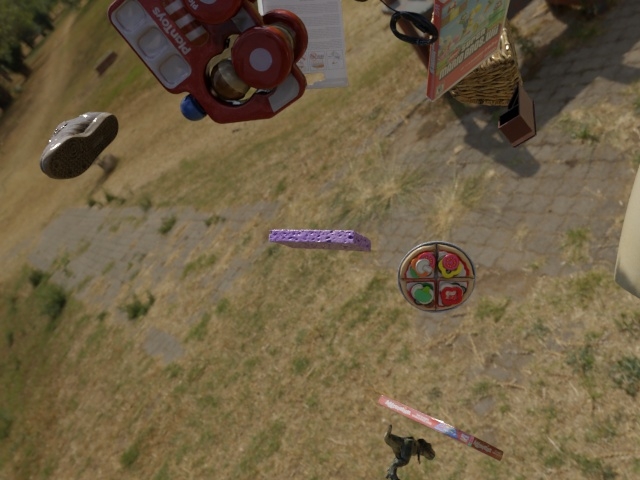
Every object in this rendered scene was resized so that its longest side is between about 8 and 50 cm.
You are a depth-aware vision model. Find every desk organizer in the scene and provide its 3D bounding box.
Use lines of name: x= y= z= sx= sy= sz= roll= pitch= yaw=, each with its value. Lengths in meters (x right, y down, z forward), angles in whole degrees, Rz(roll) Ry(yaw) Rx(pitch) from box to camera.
desk organizer: x=0.352 y=-0.226 z=1.055 sx=0.047 sy=0.050 sz=0.130 roll=-31 pitch=25 yaw=36

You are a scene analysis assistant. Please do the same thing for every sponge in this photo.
sponge: x=0.000 y=0.000 z=1.356 sx=0.210 sy=0.117 sz=0.031 roll=1 pitch=81 yaw=24

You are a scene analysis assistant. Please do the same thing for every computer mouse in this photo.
computer mouse: x=0.099 y=-0.404 z=0.963 sx=0.041 sy=0.242 sz=0.071 roll=-46 pitch=-3 yaw=-46

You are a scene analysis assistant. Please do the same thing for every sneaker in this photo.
sneaker: x=-0.403 y=-0.154 z=0.950 sx=0.071 sy=0.066 sz=0.188 roll=8 pitch=33 yaw=13

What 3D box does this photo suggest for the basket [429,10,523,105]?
basket: x=0.441 y=-0.531 z=1.677 sx=0.213 sy=0.223 sz=0.299 roll=-14 pitch=64 yaw=23

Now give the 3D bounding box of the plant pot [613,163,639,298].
plant pot: x=0.557 y=-0.030 z=0.856 sx=0.274 sy=0.256 sz=0.256 roll=-66 pitch=24 yaw=17

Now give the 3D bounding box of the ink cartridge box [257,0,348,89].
ink cartridge box: x=-0.037 y=-0.448 z=1.314 sx=0.181 sy=0.224 sz=0.056 roll=-7 pitch=8 yaw=-12

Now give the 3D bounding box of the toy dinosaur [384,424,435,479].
toy dinosaur: x=0.191 y=0.513 z=1.398 sx=0.064 sy=0.268 sz=0.118 roll=12 pitch=73 yaw=37

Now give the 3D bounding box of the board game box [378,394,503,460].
board game box: x=0.284 y=0.448 z=1.417 sx=0.281 sy=0.145 sz=0.027 roll=12 pitch=73 yaw=49

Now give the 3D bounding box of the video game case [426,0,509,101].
video game case: x=0.295 y=-0.422 z=1.158 sx=0.204 sy=0.285 sz=0.025 roll=-39 pitch=67 yaw=-11

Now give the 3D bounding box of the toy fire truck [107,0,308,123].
toy fire truck: x=-0.178 y=-0.332 z=0.999 sx=0.254 sy=0.302 sz=0.169 roll=-28 pitch=23 yaw=25

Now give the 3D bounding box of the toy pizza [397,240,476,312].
toy pizza: x=0.299 y=0.099 z=1.512 sx=0.201 sy=0.201 sz=0.032 roll=-35 pitch=12 yaw=17
